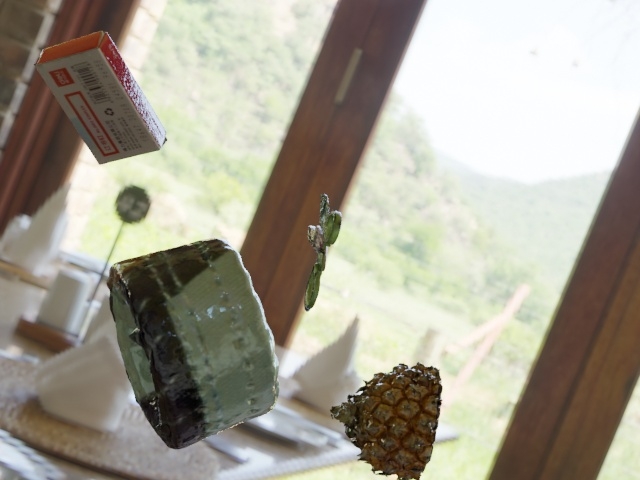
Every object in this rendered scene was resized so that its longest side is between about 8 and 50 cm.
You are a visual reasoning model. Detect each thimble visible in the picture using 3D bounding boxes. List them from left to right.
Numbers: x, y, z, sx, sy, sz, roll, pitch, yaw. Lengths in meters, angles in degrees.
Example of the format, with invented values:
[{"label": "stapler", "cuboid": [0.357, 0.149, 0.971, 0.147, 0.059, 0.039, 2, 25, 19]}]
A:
[{"label": "thimble", "cuboid": [-0.145, 0.119, 1.319, 0.150, 0.237, 0.237, -17, 15, -17]}]

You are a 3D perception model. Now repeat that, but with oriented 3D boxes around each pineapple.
[{"label": "pineapple", "cuboid": [0.081, 0.237, 1.566, 0.137, 0.161, 0.176, 9, 9, -3]}]

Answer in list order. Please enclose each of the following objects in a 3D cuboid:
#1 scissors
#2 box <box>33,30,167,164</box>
[{"label": "scissors", "cuboid": [0.000, 0.000, 1.484, 0.020, 0.133, 0.187, 16, 22, -9]}, {"label": "box", "cuboid": [-0.350, -0.223, 1.883, 0.123, 0.050, 0.229, -11, -49, 21]}]
